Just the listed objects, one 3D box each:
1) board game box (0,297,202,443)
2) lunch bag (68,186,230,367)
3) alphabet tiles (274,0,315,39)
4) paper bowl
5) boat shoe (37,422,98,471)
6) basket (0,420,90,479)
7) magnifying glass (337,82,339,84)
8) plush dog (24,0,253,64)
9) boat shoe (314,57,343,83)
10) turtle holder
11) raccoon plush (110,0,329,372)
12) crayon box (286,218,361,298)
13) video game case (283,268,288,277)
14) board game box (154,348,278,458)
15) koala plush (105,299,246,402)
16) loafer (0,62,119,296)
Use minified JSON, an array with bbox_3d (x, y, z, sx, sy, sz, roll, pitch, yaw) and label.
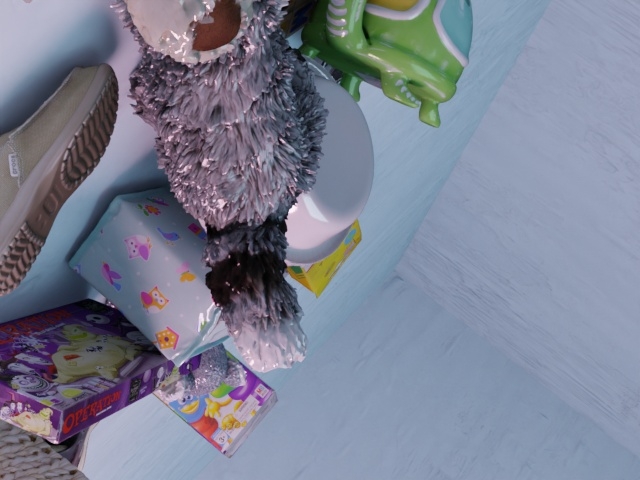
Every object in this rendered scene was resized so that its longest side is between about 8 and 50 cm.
[{"bbox_3d":[-0.319,0.154,1.149,0.347,0.208,0.056,-19,122,-70],"label":"board game box"},{"bbox_3d":[-0.184,0.035,1.268,0.160,0.223,0.262,-50,171,19],"label":"lunch bag"},{"bbox_3d":[-0.021,-0.376,1.192,0.342,0.011,0.285,-44,165,-35],"label":"alphabet tiles"},{"bbox_3d":[-0.035,-0.108,1.180,0.284,0.148,0.284,6,82,-53],"label":"paper bowl"},{"bbox_3d":[-0.443,0.334,1.498,0.285,0.102,0.092,-59,162,14],"label":"boat shoe"},{"bbox_3d":[-0.491,0.435,1.188,0.331,0.266,0.328,-52,168,3],"label":"basket"},{"bbox_3d":[-0.023,-0.244,1.542,0.092,0.026,0.231,-56,167,20],"label":"magnifying glass"},{"bbox_3d":[-0.131,-0.291,0.675,0.225,0.210,0.263,-63,161,-59],"label":"plush dog"},{"bbox_3d":[0.090,-0.341,1.484,0.306,0.105,0.113,-47,167,-22],"label":"boat shoe"},{"bbox_3d":[0.085,-0.323,1.273,0.320,0.243,0.228,20,94,-37],"label":"turtle holder"},{"bbox_3d":[-0.072,-0.113,0.896,0.216,0.447,0.299,-23,165,-5],"label":"raccoon plush"},{"bbox_3d":[0.000,0.000,2.116,0.202,0.081,0.318,-52,160,-13],"label":"crayon box"},{"bbox_3d":[-0.059,0.023,2.209,0.173,0.022,0.190,-45,166,-33],"label":"video game case"},{"bbox_3d":[-0.228,0.246,1.601,0.142,0.275,0.144,-49,168,-14],"label":"board game box"},{"bbox_3d":[-0.224,0.161,1.413,0.196,0.221,0.203,-2,132,-53],"label":"koala plush"},{"bbox_3d":[-0.290,-0.076,0.880,0.102,0.092,0.269,105,10,-66],"label":"loafer"}]
